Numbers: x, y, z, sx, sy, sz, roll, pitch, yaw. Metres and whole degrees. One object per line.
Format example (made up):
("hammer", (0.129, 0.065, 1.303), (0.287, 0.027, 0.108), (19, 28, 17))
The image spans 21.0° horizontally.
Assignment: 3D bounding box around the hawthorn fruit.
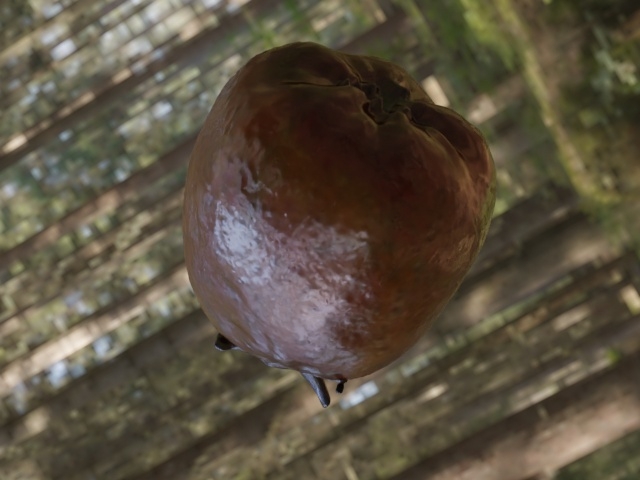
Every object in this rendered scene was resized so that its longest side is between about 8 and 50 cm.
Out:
("hawthorn fruit", (0.000, 0.000, 0.455), (0.081, 0.093, 0.081), (20, -153, -11))
